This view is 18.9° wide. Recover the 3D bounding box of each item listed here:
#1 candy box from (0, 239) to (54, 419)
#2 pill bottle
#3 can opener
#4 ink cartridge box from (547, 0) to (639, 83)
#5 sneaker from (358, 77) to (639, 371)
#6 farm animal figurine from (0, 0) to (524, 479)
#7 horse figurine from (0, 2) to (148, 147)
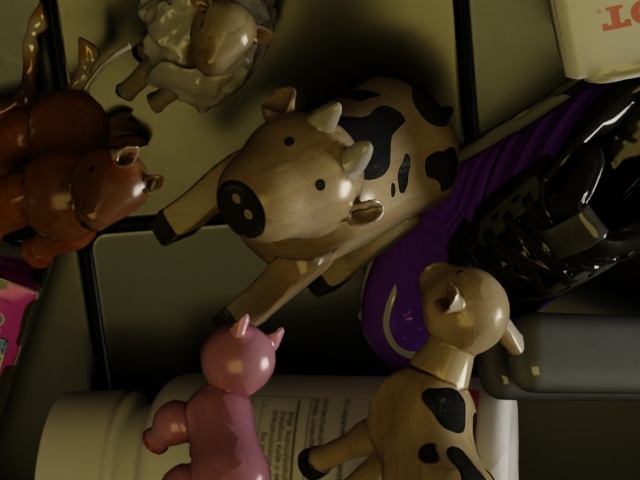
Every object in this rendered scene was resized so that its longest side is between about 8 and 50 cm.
[{"bbox_3d":[-0.281,0.096,1.223,0.159,0.071,0.233,20,108,-4],"label":"candy box"},{"bbox_3d":[-0.022,0.161,1.180,0.283,0.160,0.160,1,109,9],"label":"pill bottle"},{"bbox_3d":[0.230,0.047,1.144,0.283,0.076,0.095,2,79,-22],"label":"can opener"},{"bbox_3d":[0.211,-0.264,1.042,0.223,0.129,0.307,-11,107,6],"label":"ink cartridge box"},{"bbox_3d":[0.135,-0.017,1.122,0.293,0.146,0.102,-42,102,15],"label":"sneaker"},{"bbox_3d":[0.000,0.000,1.034,0.330,0.327,0.172,46,123,-9],"label":"farm animal figurine"},{"bbox_3d":[-0.241,-0.086,1.162,0.263,0.066,0.174,30,102,-5],"label":"horse figurine"}]
